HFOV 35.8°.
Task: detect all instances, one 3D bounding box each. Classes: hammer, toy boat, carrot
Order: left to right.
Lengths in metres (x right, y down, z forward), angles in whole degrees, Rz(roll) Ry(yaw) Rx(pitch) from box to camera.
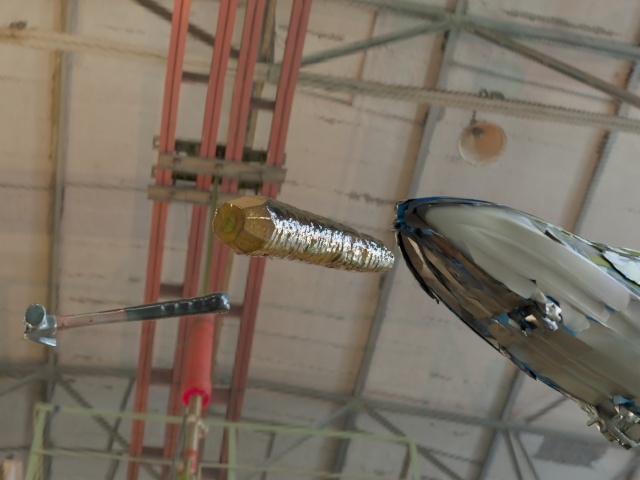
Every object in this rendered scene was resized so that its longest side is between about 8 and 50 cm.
[{"bbox_3d":[-0.262,0.102,1.363,0.287,0.033,0.111,-6,-21,-22],"label":"hammer"},{"bbox_3d":[0.000,0.000,1.105,0.066,0.066,0.314,-45,-31,23],"label":"carrot"},{"bbox_3d":[0.102,0.028,0.403,0.210,0.066,0.084,29,-64,-37],"label":"toy boat"}]
